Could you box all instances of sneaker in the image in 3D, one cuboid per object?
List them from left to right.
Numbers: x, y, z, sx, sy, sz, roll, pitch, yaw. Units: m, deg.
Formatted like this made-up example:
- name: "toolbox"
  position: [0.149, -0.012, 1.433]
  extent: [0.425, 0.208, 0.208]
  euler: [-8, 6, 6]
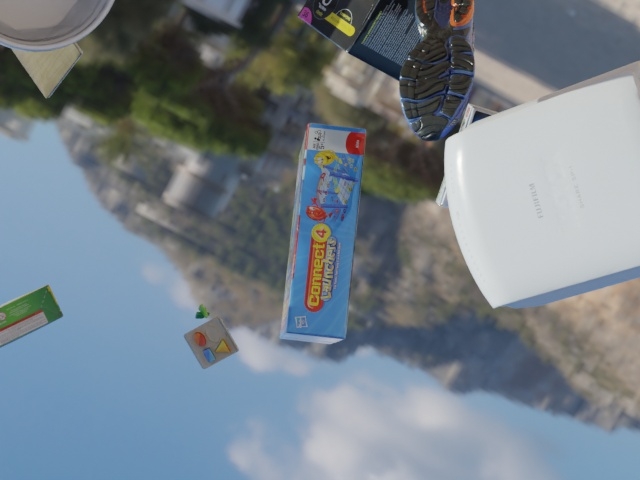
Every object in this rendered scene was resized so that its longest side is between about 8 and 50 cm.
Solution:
- name: "sneaker"
  position: [0.140, -0.192, 1.569]
  extent: [0.083, 0.221, 0.087]
  euler: [2, 142, 17]

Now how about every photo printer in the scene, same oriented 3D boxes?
- name: "photo printer"
  position: [0.306, -0.058, 1.784]
  extent: [0.308, 0.256, 0.107]
  euler: [-18, 174, 32]

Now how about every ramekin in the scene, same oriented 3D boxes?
- name: "ramekin"
  position: [-0.356, -0.332, 1.721]
  extent: [0.207, 0.207, 0.109]
  euler: [26, 176, -21]

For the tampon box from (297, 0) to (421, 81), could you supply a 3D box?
- name: "tampon box"
  position: [0.079, -0.264, 1.731]
  extent: [0.161, 0.101, 0.120]
  euler: [23, -167, -42]

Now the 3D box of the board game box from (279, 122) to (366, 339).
- name: "board game box"
  position: [0.000, 0.000, 2.130]
  extent: [0.086, 0.301, 0.308]
  euler: [7, 174, -3]

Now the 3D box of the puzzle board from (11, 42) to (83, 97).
- name: "puzzle board"
  position: [-0.379, -0.266, 1.947]
  extent: [0.011, 0.128, 0.096]
  euler: [-33, -93, -41]

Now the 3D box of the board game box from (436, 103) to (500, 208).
- name: "board game box"
  position: [0.386, -0.114, 2.586]
  extent: [0.305, 0.193, 0.053]
  euler: [17, -170, -7]

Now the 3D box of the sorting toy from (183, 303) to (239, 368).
- name: "sorting toy"
  position: [-0.158, 0.131, 1.954]
  extent: [0.083, 0.062, 0.012]
  euler: [60, -168, -7]

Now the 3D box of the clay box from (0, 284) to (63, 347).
- name: "clay box"
  position: [-0.442, 0.120, 1.919]
  extent: [0.053, 0.127, 0.222]
  euler: [64, 154, -2]
